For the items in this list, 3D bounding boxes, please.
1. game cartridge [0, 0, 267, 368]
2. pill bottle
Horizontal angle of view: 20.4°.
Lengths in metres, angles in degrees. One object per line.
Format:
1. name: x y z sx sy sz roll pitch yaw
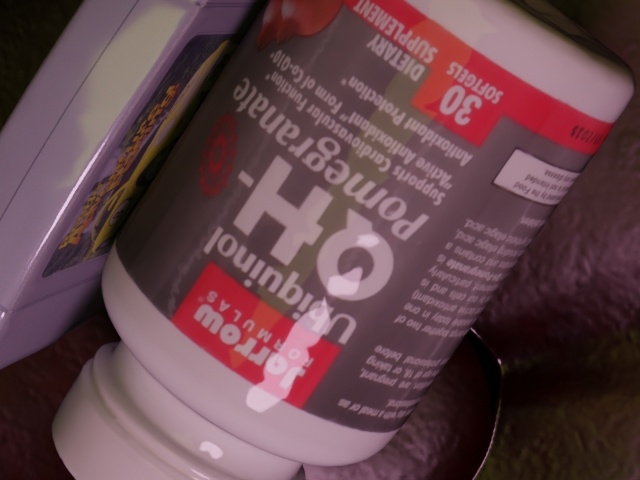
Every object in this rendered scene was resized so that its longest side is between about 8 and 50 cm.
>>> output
1. game cartridge: -0.099 -0.059 0.893 0.060 0.196 0.294 36 104 10
2. pill bottle: 0.000 0.000 0.895 0.176 0.176 0.318 34 104 3
